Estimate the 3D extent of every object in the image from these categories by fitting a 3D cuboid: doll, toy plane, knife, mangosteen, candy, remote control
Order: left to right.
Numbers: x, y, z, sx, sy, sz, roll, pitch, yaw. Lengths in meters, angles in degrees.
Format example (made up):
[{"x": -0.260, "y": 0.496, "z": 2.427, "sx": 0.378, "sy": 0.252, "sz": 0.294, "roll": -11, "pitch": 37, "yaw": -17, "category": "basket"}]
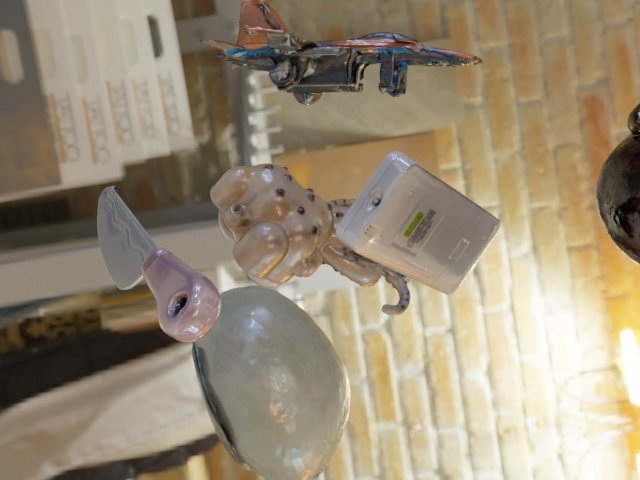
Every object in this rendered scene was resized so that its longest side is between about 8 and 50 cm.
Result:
[{"x": -0.199, "y": 0.025, "z": 1.319, "sx": 0.043, "sy": 0.081, "sz": 0.336, "roll": 34, "pitch": 3, "yaw": -35, "category": "knife"}, {"x": -0.057, "y": 0.192, "z": 1.595, "sx": 0.295, "sy": 0.185, "sz": 0.295, "roll": -24, "pitch": 90, "yaw": -82, "category": "candy"}, {"x": 0.000, "y": -0.001, "z": 1.378, "sx": 0.278, "sy": 0.119, "sz": 0.154, "roll": 20, "pitch": 39, "yaw": -33, "category": "doll"}, {"x": 0.015, "y": -0.121, "z": 0.816, "sx": 0.135, "sy": 0.188, "sz": 0.062, "roll": 24, "pitch": 81, "yaw": -77, "category": "toy plane"}, {"x": 0.104, "y": -0.011, "z": 1.166, "sx": 0.034, "sy": 0.103, "sz": 0.250, "roll": 38, "pitch": 8, "yaw": 30, "category": "remote control"}, {"x": 0.432, "y": -0.064, "z": 1.355, "sx": 0.216, "sy": 0.216, "sz": 0.216, "roll": -8, "pitch": 90, "yaw": -85, "category": "mangosteen"}]
